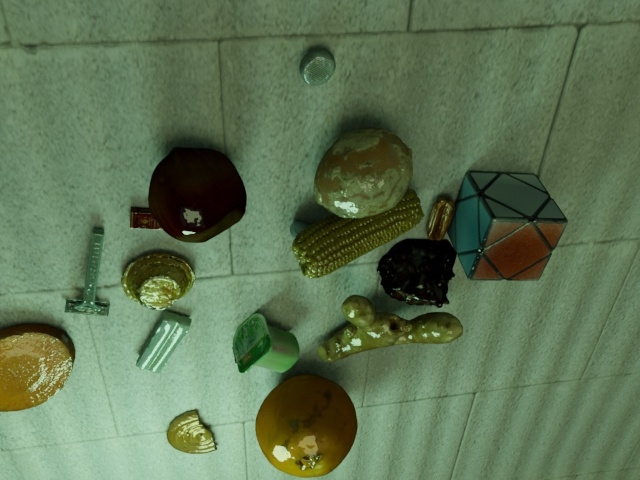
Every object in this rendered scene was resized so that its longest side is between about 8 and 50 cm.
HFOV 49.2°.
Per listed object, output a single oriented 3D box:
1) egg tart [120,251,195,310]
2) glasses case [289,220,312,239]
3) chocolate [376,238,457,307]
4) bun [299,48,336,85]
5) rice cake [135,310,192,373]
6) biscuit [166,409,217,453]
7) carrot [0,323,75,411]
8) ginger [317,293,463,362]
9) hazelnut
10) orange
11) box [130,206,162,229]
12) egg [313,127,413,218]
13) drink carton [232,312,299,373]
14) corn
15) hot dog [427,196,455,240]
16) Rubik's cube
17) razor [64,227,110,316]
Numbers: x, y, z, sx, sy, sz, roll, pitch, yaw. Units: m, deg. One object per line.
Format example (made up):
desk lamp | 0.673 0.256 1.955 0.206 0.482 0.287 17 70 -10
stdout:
egg tart | -0.414 0.111 1.789 0.191 0.074 0.191 -7 129 -8
glasses case | 0.000 0.000 1.789 0.178 0.067 0.045 23 123 -29
chocolate | 0.276 0.129 1.896 0.224 0.177 0.207 2 130 -13
bun | -0.007 -0.369 1.482 0.083 0.045 0.083 -6 134 -6
rice cake | -0.441 0.287 1.954 0.084 0.040 0.226 19 124 -27
biscuit | -0.425 0.635 2.268 0.144 0.033 0.224 -14 131 -2
carrot | -0.808 0.337 1.889 0.307 0.100 0.258 -35 128 7
ginger | 0.184 0.258 1.989 0.362 0.122 0.348 4 156 -20
hazelnut | -0.280 -0.103 1.546 0.229 0.230 0.230 -7 132 -7
orange | -0.041 0.554 2.112 0.311 0.312 0.312 -7 132 -7
box | -0.414 -0.052 1.678 0.081 0.023 0.052 2 129 -15
egg | 0.095 -0.151 1.597 0.245 0.203 0.203 -29 131 21
drink carton | -0.148 0.301 1.981 0.142 0.144 0.146 24 123 -40
corn | 0.093 -0.024 1.714 0.344 0.131 0.131 -25 134 -17
hot dog | 0.314 -0.056 1.833 0.062 0.038 0.144 6 132 -3
Rubik's cube | 0.464 -0.037 1.776 0.207 0.205 0.205 1 130 -12
razor | -0.569 0.088 1.742 0.110 0.056 0.278 8 128 -18
